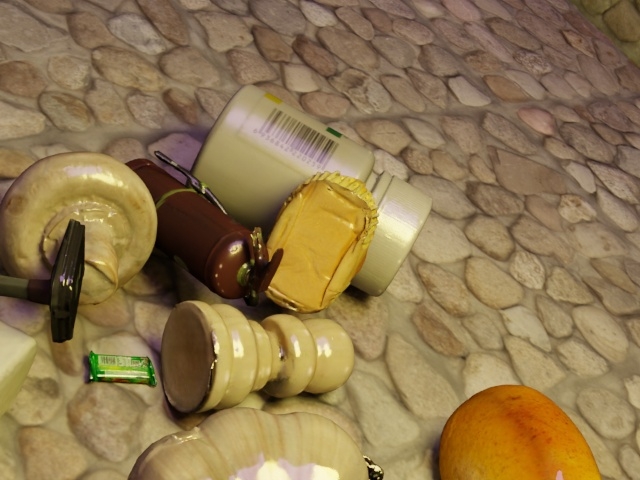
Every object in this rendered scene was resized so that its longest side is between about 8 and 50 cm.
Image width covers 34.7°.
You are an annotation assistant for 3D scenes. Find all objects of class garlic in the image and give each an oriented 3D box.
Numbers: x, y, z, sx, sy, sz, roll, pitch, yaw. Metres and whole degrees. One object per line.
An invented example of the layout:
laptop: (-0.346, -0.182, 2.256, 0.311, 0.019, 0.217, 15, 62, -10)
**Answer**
garlic: (-0.072, 0.325, 1.037, 0.321, 0.241, 0.322, 16, 62, -31)

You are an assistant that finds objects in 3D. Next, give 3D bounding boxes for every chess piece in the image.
chess piece: (-0.070, 0.156, 1.352, 0.260, 0.143, 0.143, 6, 42, -38)

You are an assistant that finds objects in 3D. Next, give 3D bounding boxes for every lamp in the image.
lamp: (-0.396, 0.038, 1.172, 0.283, 0.203, 0.125, 19, 52, 4)

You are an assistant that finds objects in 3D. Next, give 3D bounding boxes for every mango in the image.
mango: (0.264, 0.339, 1.299, 0.201, 0.199, 0.350, -21, 38, 3)

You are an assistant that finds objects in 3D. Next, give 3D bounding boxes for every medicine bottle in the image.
medicine bottle: (-0.016, -0.070, 1.564, 0.339, 0.208, 0.208, 29, 37, -1)

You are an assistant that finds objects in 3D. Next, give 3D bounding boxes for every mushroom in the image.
mushroom: (-0.315, -0.014, 1.310, 0.206, 0.206, 0.209, 27, 4, -3)

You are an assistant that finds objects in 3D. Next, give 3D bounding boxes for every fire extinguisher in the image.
fire extinguisher: (-0.163, -0.018, 1.390, 0.105, 0.142, 0.341, -23, 39, -34)

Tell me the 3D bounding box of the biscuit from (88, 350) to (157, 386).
biscuit: (-0.253, 0.163, 1.303, 0.089, 0.016, 0.046, 7, 44, -26)

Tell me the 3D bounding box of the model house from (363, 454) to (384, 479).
model house: (-0.013, 0.292, 1.205, 0.165, 0.152, 0.106, 29, 31, -3)

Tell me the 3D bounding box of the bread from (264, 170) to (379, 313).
bread: (0.000, 0.000, 1.413, 0.132, 0.191, 0.114, 30, 16, 6)

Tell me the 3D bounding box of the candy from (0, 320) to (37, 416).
candy: (-0.463, 0.197, 1.026, 0.208, 0.145, 0.359, 27, 37, -1)
